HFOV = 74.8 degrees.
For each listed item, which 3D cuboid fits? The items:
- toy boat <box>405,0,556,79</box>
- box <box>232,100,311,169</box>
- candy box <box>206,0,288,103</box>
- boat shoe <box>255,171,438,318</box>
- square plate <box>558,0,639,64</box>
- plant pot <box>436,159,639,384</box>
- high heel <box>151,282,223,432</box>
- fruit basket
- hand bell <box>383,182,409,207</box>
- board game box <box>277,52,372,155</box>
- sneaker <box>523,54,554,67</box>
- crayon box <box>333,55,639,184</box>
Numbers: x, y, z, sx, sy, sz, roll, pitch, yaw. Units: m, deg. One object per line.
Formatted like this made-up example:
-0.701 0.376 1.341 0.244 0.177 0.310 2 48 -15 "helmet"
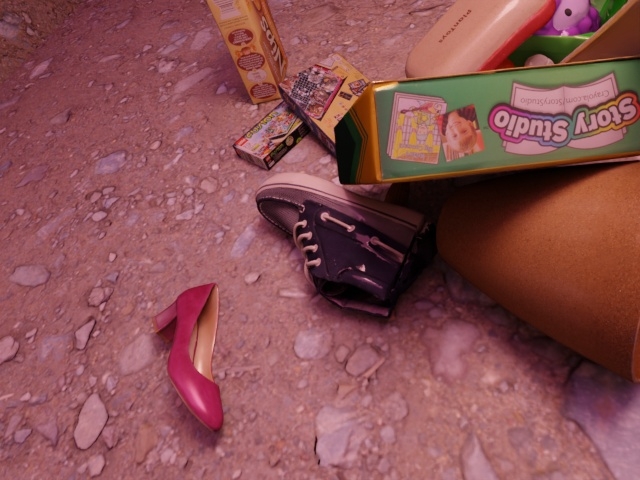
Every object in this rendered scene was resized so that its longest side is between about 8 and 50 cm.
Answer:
0.262 -0.297 0.670 0.231 0.151 0.151 -44 38 20 "toy boat"
-0.091 -0.255 0.963 0.114 0.036 0.207 29 67 35 "box"
-0.175 -0.523 1.021 0.088 0.316 0.183 -6 51 14 "candy box"
0.000 0.000 0.666 0.340 0.127 0.158 16 54 30 "boat shoe"
0.456 -0.196 0.388 0.347 0.344 0.049 15 97 10 "square plate"
0.284 0.008 0.519 0.254 0.237 0.237 19 61 48 "plant pot"
-0.171 0.164 0.640 0.117 0.082 0.244 -34 42 -11 "high heel"
0.418 -0.483 0.745 0.283 0.392 0.392 21 63 32 "fruit basket"
0.156 -0.135 0.752 0.126 0.126 0.242 13 71 28 "hand bell"
0.039 -0.298 0.910 0.165 0.042 0.243 -31 61 -10 "board game box"
0.377 -0.258 0.732 0.065 0.158 0.061 23 84 50 "sneaker"
0.216 -0.142 0.552 0.363 0.106 0.313 -7 7 -4 "crayon box"
